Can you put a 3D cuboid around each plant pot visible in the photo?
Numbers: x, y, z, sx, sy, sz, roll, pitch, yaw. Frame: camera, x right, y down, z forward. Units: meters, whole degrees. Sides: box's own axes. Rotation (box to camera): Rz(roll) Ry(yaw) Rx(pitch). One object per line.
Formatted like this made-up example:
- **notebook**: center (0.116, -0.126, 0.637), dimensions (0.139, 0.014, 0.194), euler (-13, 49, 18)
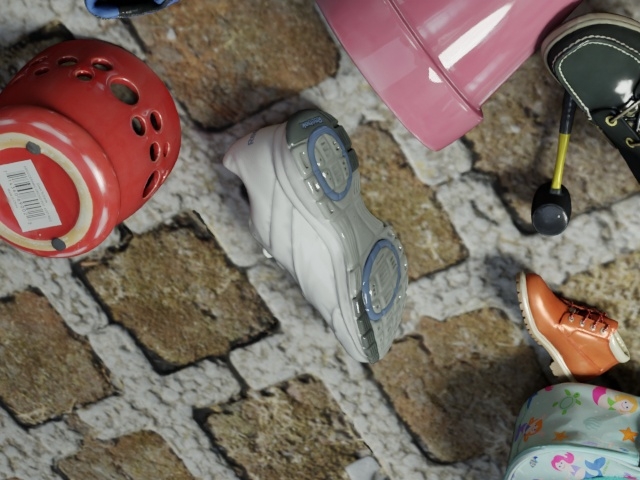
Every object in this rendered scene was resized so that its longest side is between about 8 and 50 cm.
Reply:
- **plant pot**: center (0.116, -0.207, 0.973), dimensions (0.180, 0.201, 0.201), euler (-34, 108, 16)
- **plant pot**: center (-0.257, -0.088, 1.163), dimensions (0.191, 0.174, 0.191), euler (6, 123, 10)

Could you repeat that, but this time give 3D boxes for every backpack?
- **backpack**: center (0.319, 0.267, 1.205), dimensions (0.254, 0.191, 0.225), euler (17, 140, 12)

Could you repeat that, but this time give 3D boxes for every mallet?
- **mallet**: center (0.235, -0.100, 1.094), dimensions (0.039, 0.062, 0.189), euler (9, 109, 10)

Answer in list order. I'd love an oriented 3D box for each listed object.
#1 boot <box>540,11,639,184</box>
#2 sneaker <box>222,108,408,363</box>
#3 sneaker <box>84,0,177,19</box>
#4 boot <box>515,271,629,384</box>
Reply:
- **boot**: center (0.287, -0.076, 0.952), dimensions (0.085, 0.178, 0.236), euler (-34, 137, 29)
- **sneaker**: center (0.000, 0.000, 1.199), dimensions (0.129, 0.111, 0.297), euler (-5, 117, 38)
- **sneaker**: center (-0.131, -0.257, 1.068), dimensions (0.221, 0.087, 0.083), euler (-21, 114, 27)
- **boot**: center (0.263, 0.083, 1.187), dimensions (0.085, 0.059, 0.158), euler (-24, 121, 25)
